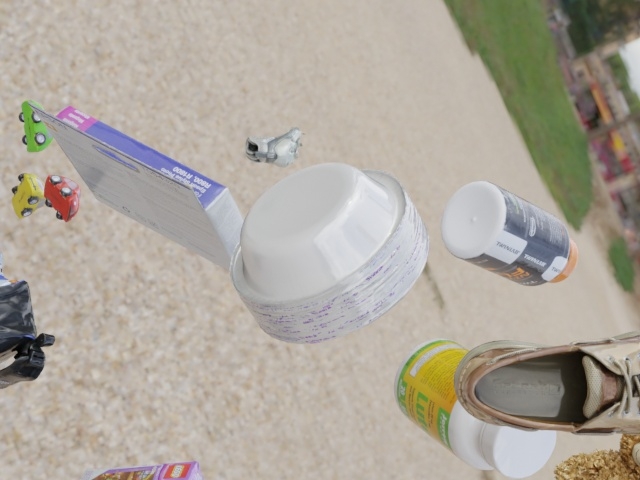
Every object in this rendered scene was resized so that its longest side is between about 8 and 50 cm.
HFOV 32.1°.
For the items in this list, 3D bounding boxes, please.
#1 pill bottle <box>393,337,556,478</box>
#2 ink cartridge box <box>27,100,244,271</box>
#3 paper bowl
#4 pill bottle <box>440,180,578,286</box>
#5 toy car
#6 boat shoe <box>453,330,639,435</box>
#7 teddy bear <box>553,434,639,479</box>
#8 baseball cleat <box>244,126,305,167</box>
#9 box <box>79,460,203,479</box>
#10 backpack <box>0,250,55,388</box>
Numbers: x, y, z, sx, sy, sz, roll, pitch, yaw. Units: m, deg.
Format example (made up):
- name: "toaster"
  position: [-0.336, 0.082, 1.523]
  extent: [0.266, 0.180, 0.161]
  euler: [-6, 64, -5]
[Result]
- name: "pill bottle"
  position: [0.217, 0.238, 1.560]
  extent: [0.136, 0.136, 0.245]
  euler: [60, -14, -25]
- name: "ink cartridge box"
  position: [-0.274, -0.096, 1.787]
  extent: [0.324, 0.071, 0.330]
  euler: [28, -19, 20]
- name: "paper bowl"
  position: [0.000, 0.000, 1.585]
  extent: [0.148, 0.284, 0.284]
  euler: [58, 16, -33]
- name: "pill bottle"
  position: [0.317, -0.001, 1.801]
  extent: [0.245, 0.130, 0.130]
  euler: [21, 43, -42]
- name: "toy car"
  position: [-0.514, -0.150, 2.069]
  extent: [0.053, 0.239, 0.225]
  euler: [-11, 99, -40]
- name: "boat shoe"
  position: [0.309, 0.163, 1.215]
  extent: [0.116, 0.324, 0.123]
  euler: [5, 79, -82]
- name: "teddy bear"
  position: [0.466, 0.415, 1.724]
  extent: [0.113, 0.338, 0.245]
  euler: [20, 35, -43]
- name: "baseball cleat"
  position: [-0.092, -0.194, 2.223]
  extent: [0.206, 0.109, 0.072]
  euler: [-71, 170, -79]
- name: "box"
  position: [-0.310, 0.450, 1.694]
  extent: [0.293, 0.201, 0.057]
  euler: [-68, 149, -64]
- name: "backpack"
  position: [-0.574, 0.131, 1.646]
  extent: [0.276, 0.263, 0.213]
  euler: [1, 65, -34]
